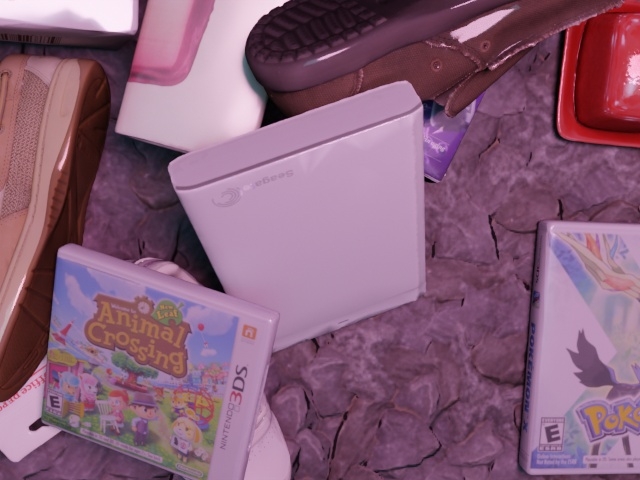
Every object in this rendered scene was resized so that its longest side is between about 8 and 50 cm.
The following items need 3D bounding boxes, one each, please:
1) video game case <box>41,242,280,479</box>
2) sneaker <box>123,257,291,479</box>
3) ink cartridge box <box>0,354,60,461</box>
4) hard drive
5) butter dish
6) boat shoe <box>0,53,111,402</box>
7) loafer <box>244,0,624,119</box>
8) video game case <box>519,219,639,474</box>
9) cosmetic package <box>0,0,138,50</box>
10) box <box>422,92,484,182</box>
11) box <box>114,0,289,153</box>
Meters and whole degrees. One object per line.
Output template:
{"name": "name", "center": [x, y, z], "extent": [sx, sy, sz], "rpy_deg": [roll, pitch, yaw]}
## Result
{"name": "video game case", "center": [-0.156, 0.121, 0.686], "extent": [0.213, 0.023, 0.193], "rpy_deg": [17, 111, 11]}
{"name": "sneaker", "center": [-0.117, 0.151, 0.748], "extent": [0.114, 0.152, 0.305], "rpy_deg": [-40, 103, -34]}
{"name": "ink cartridge box", "center": [-0.329, 0.115, 0.766], "extent": [0.115, 0.067, 0.198], "rpy_deg": [-35, 99, -2]}
{"name": "hard drive", "center": [0.000, 0.000, 0.698], "extent": [0.203, 0.307, 0.040], "rpy_deg": [-20, 57, -4]}
{"name": "butter dish", "center": [0.351, -0.181, 0.787], "extent": [0.160, 0.118, 0.160], "rpy_deg": [4, 96, -8]}
{"name": "boat shoe", "center": [-0.293, -0.020, 0.706], "extent": [0.110, 0.121, 0.340], "rpy_deg": [9, 71, 1]}
{"name": "loafer", "center": [0.114, -0.188, 0.661], "extent": [0.366, 0.133, 0.130], "rpy_deg": [-21, 136, -6]}
{"name": "video game case", "center": [0.407, 0.130, 0.874], "extent": [0.329, 0.036, 0.299], "rpy_deg": [2, 97, -7]}
{"name": "cosmetic package", "center": [-0.271, -0.375, 0.649], "extent": [0.217, 0.156, 0.384], "rpy_deg": [-2, 99, -22]}
{"name": "box", "center": [0.090, -0.183, 0.760], "extent": [0.153, 0.108, 0.207], "rpy_deg": [24, 94, -9]}
{"name": "box", "center": [-0.101, -0.196, 0.714], "extent": [0.127, 0.148, 0.232], "rpy_deg": [15, 95, -8]}
